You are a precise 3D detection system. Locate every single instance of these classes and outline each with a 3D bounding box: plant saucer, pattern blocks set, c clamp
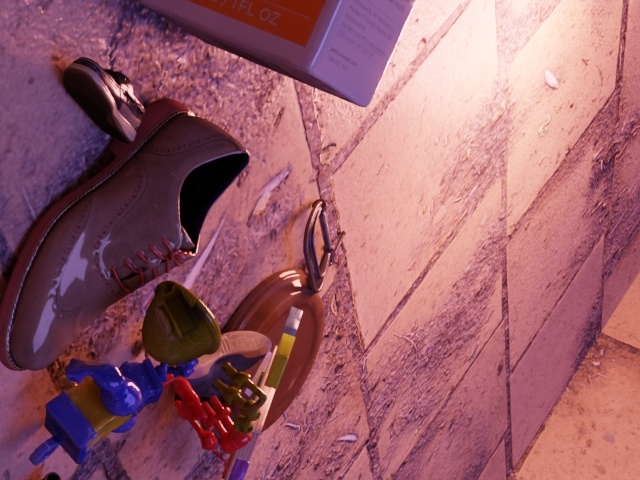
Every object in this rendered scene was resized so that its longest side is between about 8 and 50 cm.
[{"bbox_3d":[-0.075,0.173,1.980,0.278,0.041,0.278,-44,149,-36],"label":"plant saucer"},{"bbox_3d":[-0.089,0.240,1.784,0.325,0.026,0.285,-70,-179,-65],"label":"pattern blocks set"},{"bbox_3d":[0.000,0.000,1.968,0.161,0.022,0.137,74,29,-55],"label":"c clamp"}]

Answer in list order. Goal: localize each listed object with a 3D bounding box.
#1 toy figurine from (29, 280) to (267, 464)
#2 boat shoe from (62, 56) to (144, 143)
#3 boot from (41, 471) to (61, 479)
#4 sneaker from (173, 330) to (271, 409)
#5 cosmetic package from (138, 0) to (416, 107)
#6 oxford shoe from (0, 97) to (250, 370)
[{"bbox_3d":[-0.217,0.199,1.522,0.217,0.191,0.362,-30,172,-20],"label":"toy figurine"},{"bbox_3d":[-0.217,-0.151,1.389,0.049,0.056,0.152,-63,165,-15],"label":"boat shoe"},{"bbox_3d":[-0.313,0.332,1.588,0.042,0.118,0.087,0,134,-30],"label":"boot"},{"bbox_3d":[-0.132,0.178,1.829,0.152,0.058,0.085,-20,127,-41],"label":"sneaker"},{"bbox_3d":[0.022,-0.396,1.417,0.453,0.230,0.161,-66,155,1],"label":"cosmetic package"},{"bbox_3d":[-0.207,0.002,1.448,0.348,0.130,0.123,-57,154,-17],"label":"oxford shoe"}]
